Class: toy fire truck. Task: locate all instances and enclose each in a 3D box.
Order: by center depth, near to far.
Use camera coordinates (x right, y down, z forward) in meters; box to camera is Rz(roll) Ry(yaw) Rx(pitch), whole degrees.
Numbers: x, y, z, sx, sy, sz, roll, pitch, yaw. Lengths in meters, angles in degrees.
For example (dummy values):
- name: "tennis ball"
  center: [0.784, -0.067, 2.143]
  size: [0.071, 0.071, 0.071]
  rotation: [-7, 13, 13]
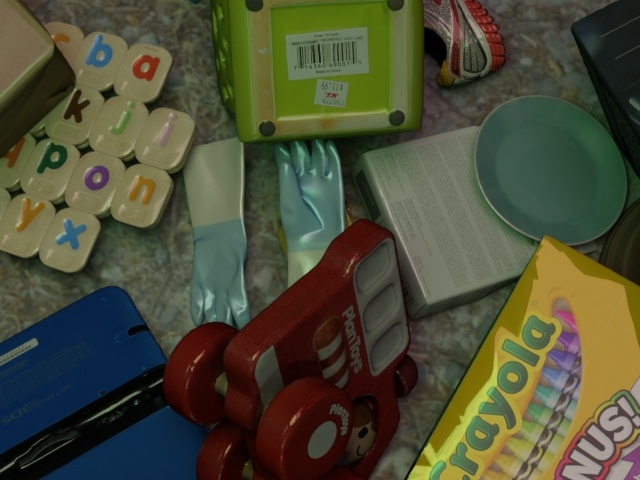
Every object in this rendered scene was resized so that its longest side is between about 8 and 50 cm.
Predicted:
- name: "toy fire truck"
  center: [0.005, 0.157, 1.310]
  size: [0.169, 0.302, 0.254]
  rotation: [26, 53, 38]

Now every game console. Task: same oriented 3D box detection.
- name: "game console"
  center: [-0.273, 0.233, 1.403]
  size: [0.293, 0.173, 0.250]
  rotation: [-29, 46, -10]

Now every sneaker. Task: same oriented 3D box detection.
- name: "sneaker"
  center: [0.121, -0.279, 1.532]
  size: [0.092, 0.088, 0.225]
  rotation: [-31, 77, -9]

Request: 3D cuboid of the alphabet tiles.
- name: "alphabet tiles"
  center: [-0.286, -0.107, 1.474]
  size: [0.284, 0.021, 0.278]
  rotation: [16, 75, 16]

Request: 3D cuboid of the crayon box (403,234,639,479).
- name: "crayon box"
  center: [0.276, 0.230, 1.358]
  size: [0.313, 0.106, 0.363]
  rotation: [30, 83, 6]

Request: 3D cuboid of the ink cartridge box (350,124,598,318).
- name: "ink cartridge box"
  center: [0.172, -0.032, 1.492]
  size: [0.232, 0.066, 0.189]
  rotation: [-14, 73, -28]

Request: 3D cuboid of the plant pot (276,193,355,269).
- name: "plant pot"
  center: [0.000, 0.000, 1.453]
  size: [0.083, 0.081, 0.081]
  rotation: [-21, 75, 5]

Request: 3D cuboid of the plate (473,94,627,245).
- name: "plate"
  center: [0.258, -0.077, 1.494]
  size: [0.188, 0.024, 0.188]
  rotation: [6, 66, -13]

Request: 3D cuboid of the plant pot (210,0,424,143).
- name: "plant pot"
  center: [0.000, -0.227, 1.389]
  size: [0.228, 0.227, 0.207]
  rotation: [-4, 29, -4]

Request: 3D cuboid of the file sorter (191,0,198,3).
- name: "file sorter"
  center: [-0.137, -0.379, 1.512]
  size: [0.118, 0.170, 0.104]
  rotation: [-37, 74, -11]

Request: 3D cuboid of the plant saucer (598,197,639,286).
- name: "plant saucer"
  center: [0.448, 0.055, 1.470]
  size: [0.278, 0.041, 0.278]
  rotation: [1, 73, -2]

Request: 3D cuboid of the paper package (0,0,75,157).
- name: "paper package"
  center: [-0.476, -0.198, 1.394]
  size: [0.325, 0.168, 0.309]
  rotation: [45, 84, 1]

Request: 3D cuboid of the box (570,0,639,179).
- name: "box"
  center: [0.476, -0.102, 1.309]
  size: [0.293, 0.212, 0.395]
  rotation: [-28, 49, 8]

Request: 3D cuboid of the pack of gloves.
- name: "pack of gloves"
  center: [-0.067, -0.007, 1.419]
  size: [0.195, 0.046, 0.232]
  rotation: [-9, 81, 22]
